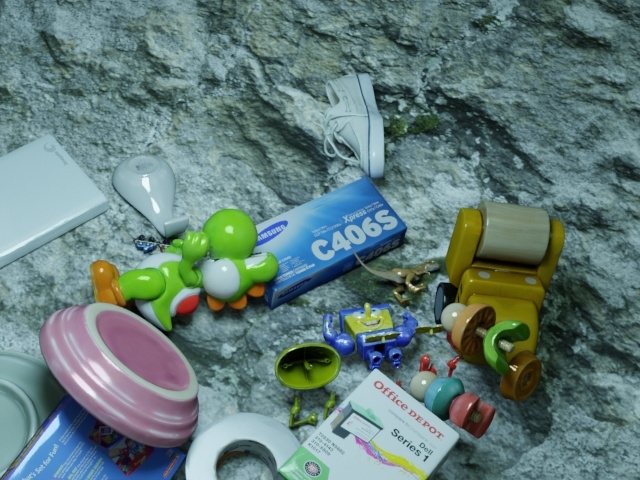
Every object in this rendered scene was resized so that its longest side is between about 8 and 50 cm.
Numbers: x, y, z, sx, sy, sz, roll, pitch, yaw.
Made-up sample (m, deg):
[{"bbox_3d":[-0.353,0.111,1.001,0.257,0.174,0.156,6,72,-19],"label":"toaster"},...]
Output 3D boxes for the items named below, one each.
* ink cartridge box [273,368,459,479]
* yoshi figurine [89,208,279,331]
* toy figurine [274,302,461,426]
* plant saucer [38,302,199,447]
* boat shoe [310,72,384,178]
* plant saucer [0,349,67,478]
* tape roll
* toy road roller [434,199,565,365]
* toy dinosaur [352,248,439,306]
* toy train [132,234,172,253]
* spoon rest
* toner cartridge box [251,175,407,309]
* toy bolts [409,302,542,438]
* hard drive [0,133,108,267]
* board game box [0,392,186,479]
[{"bbox_3d":[0.081,0.394,1.664,0.201,0.117,0.278,38,57,17],"label":"ink cartridge box"},{"bbox_3d":[-0.269,0.033,1.872,0.363,0.203,0.203,-10,45,-7],"label":"yoshi figurine"},{"bbox_3d":[0.078,0.219,1.895,0.363,0.191,0.217,-10,27,-8],"label":"toy figurine"},{"bbox_3d":[-0.341,0.224,1.689,0.332,0.332,0.084,45,101,21],"label":"plant saucer"},{"bbox_3d":[0.057,-0.271,2.192,0.157,0.135,0.367,-4,44,-4],"label":"boat shoe"},{"bbox_3d":[-0.608,0.354,1.675,0.401,0.100,0.400,5,54,-7],"label":"plant saucer"},{"bbox_3d":[-0.137,0.428,1.717,0.219,0.072,0.219,4,54,-6],"label":"tape roll"},{"bbox_3d":[0.359,0.107,1.874,0.203,0.329,0.240,7,32,-5],"label":"toy road roller"},{"bbox_3d":[0.165,0.080,2.022,0.212,0.064,0.112,1,46,-32],"label":"toy dinosaur"},{"bbox_3d":[-0.322,0.018,2.005,0.158,0.027,0.036,10,65,-3],"label":"toy train"},{"bbox_3d":[-0.363,-0.097,2.058,0.137,0.084,0.276,-16,46,-22],"label":"spoon rest"},{"bbox_3d":[0.000,0.000,2.040,0.348,0.075,0.165,-26,62,-24],"label":"toner cartridge box"},{"bbox_3d":[0.279,0.243,1.753,0.159,0.218,0.228,27,77,40],"label":"toy bolts"},{"bbox_3d":[-0.664,-0.070,1.996,0.353,0.047,0.233,-32,66,-28],"label":"hard drive"},{"bbox_3d":[-0.421,0.441,1.599,0.233,0.078,0.347,42,55,-12],"label":"board game box"}]
